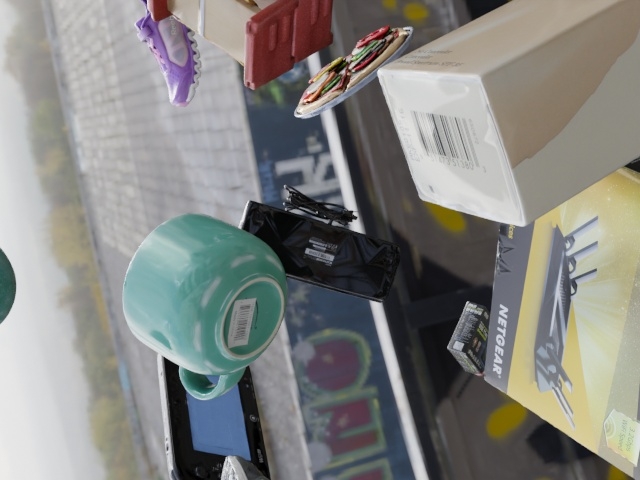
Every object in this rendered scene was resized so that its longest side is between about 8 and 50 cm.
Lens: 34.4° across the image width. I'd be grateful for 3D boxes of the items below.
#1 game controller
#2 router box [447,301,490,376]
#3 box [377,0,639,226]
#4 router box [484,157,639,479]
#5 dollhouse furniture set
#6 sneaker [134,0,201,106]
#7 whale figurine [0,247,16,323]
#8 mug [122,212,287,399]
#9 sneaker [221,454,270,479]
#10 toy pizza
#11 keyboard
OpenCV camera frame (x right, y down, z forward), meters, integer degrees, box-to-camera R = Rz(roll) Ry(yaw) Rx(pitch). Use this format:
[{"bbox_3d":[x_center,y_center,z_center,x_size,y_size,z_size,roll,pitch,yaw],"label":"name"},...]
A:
[{"bbox_3d":[-0.171,0.278,1.641,0.319,0.166,0.067,-106,34,-46],"label":"game controller"},{"bbox_3d":[0.272,0.174,1.809,0.038,0.092,0.122,15,161,31],"label":"router box"},{"bbox_3d":[0.220,-0.142,0.824,0.148,0.311,0.121,19,135,59],"label":"box"},{"bbox_3d":[0.282,0.054,1.005,0.243,0.081,0.309,32,130,46],"label":"router box"},{"bbox_3d":[-0.088,-0.386,1.217,0.201,0.152,0.374,38,147,22],"label":"dollhouse furniture set"},{"bbox_3d":[-0.271,-0.349,1.802,0.095,0.104,0.236,-13,82,60],"label":"sneaker"},{"bbox_3d":[-0.598,0.093,1.574,0.216,0.272,0.141,64,160,-7],"label":"whale figurine"},{"bbox_3d":[-0.086,0.059,0.903,0.097,0.129,0.158,22,154,38],"label":"mug"},{"bbox_3d":[-0.028,0.146,0.564,0.083,0.035,0.031,44,127,50],"label":"sneaker"},{"bbox_3d":[0.040,-0.239,1.424,0.032,0.201,0.201,52,168,-16],"label":"toy pizza"},{"bbox_3d":[0.000,0.000,1.174,0.038,0.192,0.100,-131,59,-72],"label":"keyboard"}]
